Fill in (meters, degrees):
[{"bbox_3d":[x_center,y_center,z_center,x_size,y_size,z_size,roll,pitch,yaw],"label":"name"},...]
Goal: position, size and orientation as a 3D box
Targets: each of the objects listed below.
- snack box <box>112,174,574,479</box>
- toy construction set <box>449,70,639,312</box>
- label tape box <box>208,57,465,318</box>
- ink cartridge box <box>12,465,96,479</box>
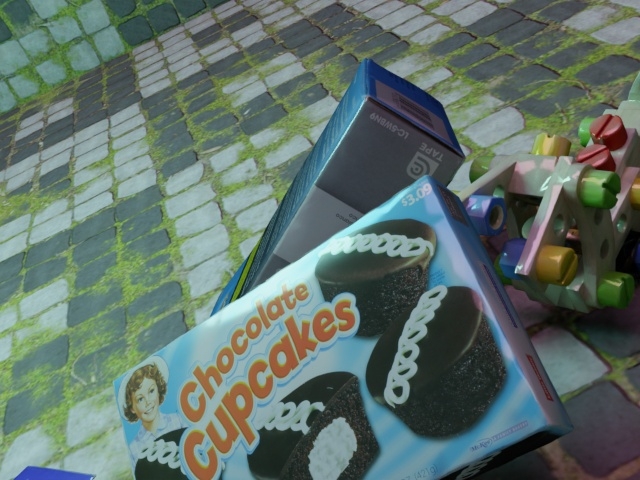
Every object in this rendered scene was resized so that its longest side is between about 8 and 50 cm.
[{"bbox_3d":[-0.007,0.117,0.578,0.322,0.060,0.187,-34,60,22],"label":"snack box"},{"bbox_3d":[0.247,-0.073,0.682,0.327,0.215,0.151,-47,39,-10],"label":"toy construction set"},{"bbox_3d":[0.000,0.000,0.795,0.333,0.106,0.240,-58,8,19],"label":"label tape box"},{"bbox_3d":[-0.320,0.273,0.707,0.206,0.045,0.208,-18,25,51],"label":"ink cartridge box"}]
